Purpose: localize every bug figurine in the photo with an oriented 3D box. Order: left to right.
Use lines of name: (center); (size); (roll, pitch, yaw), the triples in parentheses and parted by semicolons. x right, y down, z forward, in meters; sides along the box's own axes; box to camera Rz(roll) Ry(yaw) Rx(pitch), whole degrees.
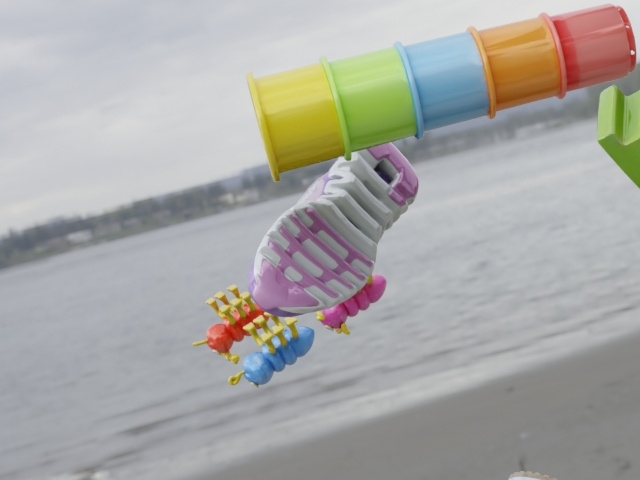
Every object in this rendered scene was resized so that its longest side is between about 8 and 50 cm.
bug figurine: (-0.033, 0.085, 1.574); (0.216, 0.072, 0.279); (-33, 14, -10)

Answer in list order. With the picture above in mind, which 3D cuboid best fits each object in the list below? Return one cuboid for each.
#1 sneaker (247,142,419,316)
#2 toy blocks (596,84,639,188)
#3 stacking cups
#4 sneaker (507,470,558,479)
sneaker: (0.000, 0.000, 1.259); (0.104, 0.095, 0.236); (-36, 10, 44)
toy blocks: (0.321, -0.082, 0.780); (0.261, 0.191, 0.381); (-30, 29, 34)
stacking cups: (0.101, -0.134, 1.139); (0.316, 0.096, 0.096); (-15, 2, 0)
sneaker: (0.261, 0.326, 1.174); (0.153, 0.282, 0.099); (-60, -6, -30)
